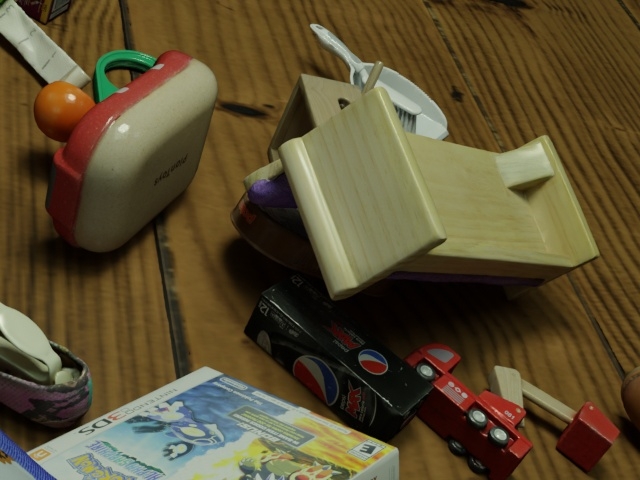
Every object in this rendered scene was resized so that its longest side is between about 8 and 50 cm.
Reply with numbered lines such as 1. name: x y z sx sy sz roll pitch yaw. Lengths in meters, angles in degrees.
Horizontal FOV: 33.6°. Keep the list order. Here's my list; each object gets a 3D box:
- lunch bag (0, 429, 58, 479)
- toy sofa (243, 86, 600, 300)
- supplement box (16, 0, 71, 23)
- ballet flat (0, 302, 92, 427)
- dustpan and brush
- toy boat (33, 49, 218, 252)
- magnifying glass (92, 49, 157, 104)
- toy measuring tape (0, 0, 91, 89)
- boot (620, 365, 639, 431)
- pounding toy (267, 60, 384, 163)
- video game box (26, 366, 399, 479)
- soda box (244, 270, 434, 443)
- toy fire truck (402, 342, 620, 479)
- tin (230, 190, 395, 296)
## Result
1. lunch bag: -0.276 0.232 0.481 0.385 0.239 0.328 21 32 -15
2. toy sofa: 0.107 -0.018 1.028 0.362 0.177 0.150 5 60 -54
3. supplement box: -0.334 -0.295 1.223 0.083 0.043 0.055 30 38 3
4. ballet flat: -0.270 0.067 0.808 0.221 0.079 0.077 27 38 1
5. dustpan and brush: 0.062 -0.193 1.326 0.211 0.060 0.147 37 38 12
6. toy boat: -0.199 -0.103 0.995 0.151 0.151 0.231 28 37 9
7. magnifying glass: -0.220 -0.139 1.129 0.092 0.026 0.231 25 35 -4
8. toy measuring tape: -0.367 -0.276 1.117 0.121 0.121 0.330 -21 58 -44
9. boot: 0.357 0.256 0.962 0.283 0.109 0.220 47 45 13
10. pounding toy: 0.015 -0.114 1.148 0.100 0.130 0.141 9 41 -23
11. video game box: -0.080 0.168 0.758 0.205 0.048 0.187 16 28 38
12. soda box: 0.015 0.106 0.953 0.169 0.053 0.060 40 39 17
13. toy fire truck: 0.171 0.157 0.993 0.192 0.047 0.135 40 39 18
14. tin: 0.000 0.000 1.042 0.190 0.040 0.106 20 27 -34
